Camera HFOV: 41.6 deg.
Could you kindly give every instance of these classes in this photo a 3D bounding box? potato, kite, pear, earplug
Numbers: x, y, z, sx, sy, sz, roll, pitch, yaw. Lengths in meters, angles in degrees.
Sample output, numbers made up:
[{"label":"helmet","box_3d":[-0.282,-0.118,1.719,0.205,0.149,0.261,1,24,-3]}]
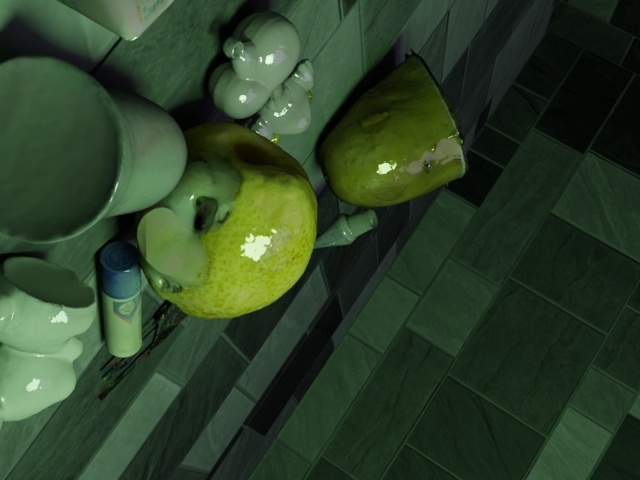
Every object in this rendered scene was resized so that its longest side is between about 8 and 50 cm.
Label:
[{"label":"potato","box_3d":[0.123,-0.221,1.812,0.295,0.397,0.290,-22,120,-4]},{"label":"kite","box_3d":[-0.294,0.164,1.498,0.285,0.015,0.152,-48,163,-36]},{"label":"pear","box_3d":[-0.133,-0.023,1.164,0.271,0.271,0.271,-53,165,-20]},{"label":"earplug","box_3d":[-0.230,-0.095,0.909,0.172,0.172,0.301,-61,173,10]}]

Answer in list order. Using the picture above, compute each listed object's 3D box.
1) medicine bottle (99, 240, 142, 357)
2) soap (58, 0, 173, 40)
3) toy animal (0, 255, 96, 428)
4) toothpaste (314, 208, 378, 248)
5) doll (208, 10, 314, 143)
[{"label":"medicine bottle","box_3d":[-0.294,0.091,1.248,0.059,0.059,0.231,-48,164,-35]},{"label":"soap","box_3d":[-0.163,-0.304,0.689,0.182,0.138,0.199,-54,165,-23]},{"label":"toy animal","box_3d":[-0.353,0.122,0.969,0.193,0.127,0.178,-58,164,5]},{"label":"toothpaste","box_3d":[-0.001,-0.001,1.828,0.282,0.069,0.099,-25,155,28]},{"label":"doll","box_3d":[-0.077,-0.228,1.254,0.160,0.094,0.365,-51,165,0]}]
